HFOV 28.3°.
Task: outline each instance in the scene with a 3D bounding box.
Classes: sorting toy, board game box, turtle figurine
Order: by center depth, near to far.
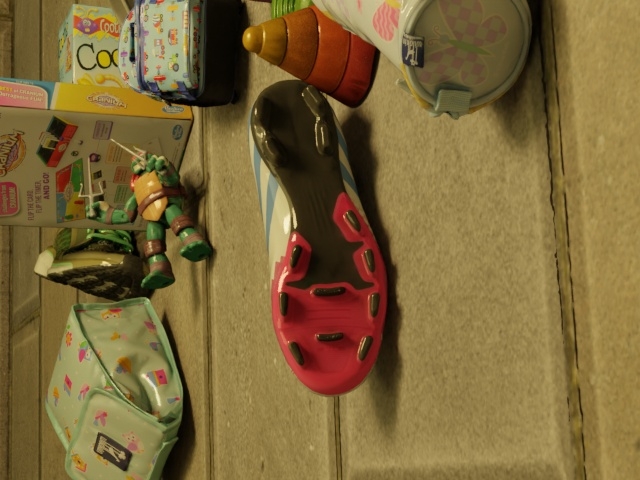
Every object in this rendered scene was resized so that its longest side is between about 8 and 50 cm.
[{"bbox_3d":[-0.060,-0.256,1.393,0.365,0.126,0.127,-127,43,-56],"label":"sorting toy"},{"bbox_3d":[-0.242,-0.057,1.800,0.175,0.118,0.234,-47,60,38],"label":"turtle figurine"},{"bbox_3d":[-0.372,-0.123,1.896,0.064,0.317,0.242,-108,30,-41],"label":"board game box"},{"bbox_3d":[-0.347,-0.227,2.073,0.144,0.142,0.275,155,114,-67],"label":"board game box"}]

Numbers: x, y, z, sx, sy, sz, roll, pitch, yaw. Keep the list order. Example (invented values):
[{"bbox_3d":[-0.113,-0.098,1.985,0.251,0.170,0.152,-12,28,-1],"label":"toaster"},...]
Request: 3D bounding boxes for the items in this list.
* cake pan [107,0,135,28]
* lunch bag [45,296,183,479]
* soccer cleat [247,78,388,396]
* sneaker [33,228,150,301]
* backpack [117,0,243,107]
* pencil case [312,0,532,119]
[{"bbox_3d":[-0.283,-0.365,1.885,0.293,0.054,0.293,62,173,14],"label":"cake pan"},{"bbox_3d":[-0.299,0.253,1.902,0.262,0.160,0.223,57,138,37],"label":"lunch bag"},{"bbox_3d":[0.000,0.000,1.278,0.143,0.116,0.331,81,180,-73],"label":"soccer cleat"},{"bbox_3d":[-0.381,-0.001,2.167,0.410,0.158,0.182,6,76,63],"label":"sneaker"},{"bbox_3d":[-0.200,-0.256,1.669,0.173,0.117,0.158,7,96,34],"label":"backpack"},{"bbox_3d":[0.074,-0.204,1.076,0.273,0.114,0.124,-125,28,-55],"label":"pencil case"}]
